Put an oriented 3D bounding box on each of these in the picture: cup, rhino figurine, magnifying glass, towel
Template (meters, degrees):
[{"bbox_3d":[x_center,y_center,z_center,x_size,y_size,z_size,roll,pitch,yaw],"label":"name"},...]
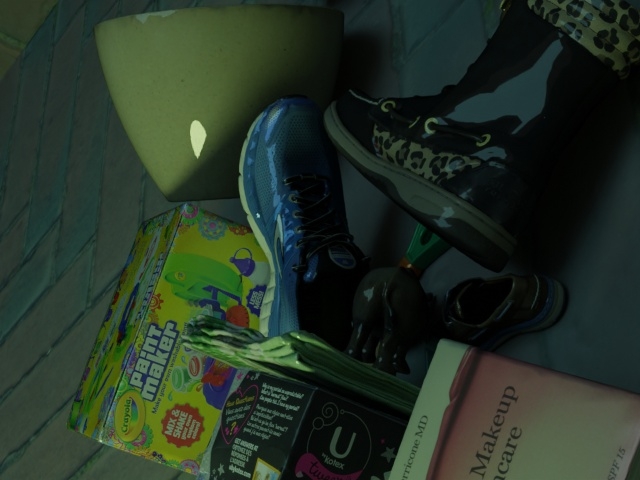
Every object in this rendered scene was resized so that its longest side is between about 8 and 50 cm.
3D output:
[{"bbox_3d":[-0.127,-0.172,1.899,0.331,0.331,0.237,2,96,61],"label":"cup"},{"bbox_3d":[0.074,0.078,1.464,0.243,0.073,0.106,17,-92,-81],"label":"rhino figurine"},{"bbox_3d":[0.117,0.005,1.579,0.231,0.026,0.092,-55,29,15],"label":"magnifying glass"},{"bbox_3d":[0.015,0.135,1.386,0.325,0.248,0.038,-3,63,67],"label":"towel"}]

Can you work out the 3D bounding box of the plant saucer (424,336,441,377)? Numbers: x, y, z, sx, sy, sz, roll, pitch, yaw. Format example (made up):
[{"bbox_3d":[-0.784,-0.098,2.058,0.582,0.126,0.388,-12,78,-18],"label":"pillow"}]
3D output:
[{"bbox_3d":[0.152,0.147,1.351,0.192,0.018,0.067,24,121,60],"label":"plant saucer"}]

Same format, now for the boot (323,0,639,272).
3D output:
[{"bbox_3d":[0.163,-0.153,1.469,0.284,0.138,0.377,-53,26,6],"label":"boot"}]

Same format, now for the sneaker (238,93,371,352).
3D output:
[{"bbox_3d":[0.000,0.000,1.594,0.147,0.129,0.330,-5,94,62],"label":"sneaker"}]

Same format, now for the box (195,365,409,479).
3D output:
[{"bbox_3d":[0.034,0.223,1.295,0.163,0.247,0.142,6,72,62],"label":"box"}]

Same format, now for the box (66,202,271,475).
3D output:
[{"bbox_3d":[-0.165,0.128,1.760,0.290,0.177,0.279,-70,15,-9],"label":"box"}]

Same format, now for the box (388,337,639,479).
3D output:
[{"bbox_3d":[0.187,0.183,1.139,0.232,0.127,0.149,13,80,50],"label":"box"}]

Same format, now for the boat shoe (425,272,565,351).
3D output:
[{"bbox_3d":[0.155,0.067,1.406,0.183,0.066,0.066,-33,42,48],"label":"boat shoe"}]
